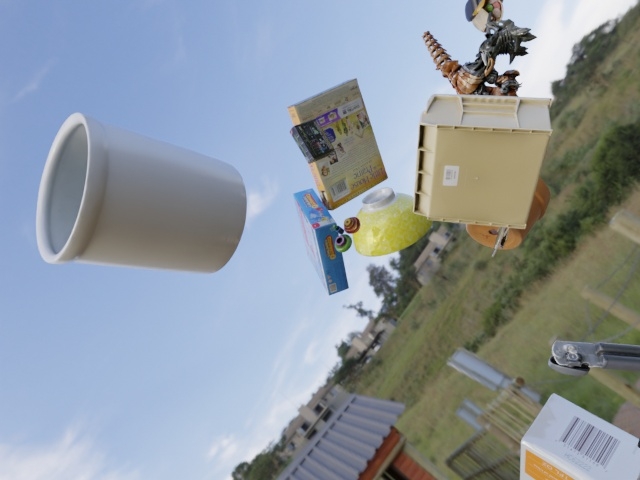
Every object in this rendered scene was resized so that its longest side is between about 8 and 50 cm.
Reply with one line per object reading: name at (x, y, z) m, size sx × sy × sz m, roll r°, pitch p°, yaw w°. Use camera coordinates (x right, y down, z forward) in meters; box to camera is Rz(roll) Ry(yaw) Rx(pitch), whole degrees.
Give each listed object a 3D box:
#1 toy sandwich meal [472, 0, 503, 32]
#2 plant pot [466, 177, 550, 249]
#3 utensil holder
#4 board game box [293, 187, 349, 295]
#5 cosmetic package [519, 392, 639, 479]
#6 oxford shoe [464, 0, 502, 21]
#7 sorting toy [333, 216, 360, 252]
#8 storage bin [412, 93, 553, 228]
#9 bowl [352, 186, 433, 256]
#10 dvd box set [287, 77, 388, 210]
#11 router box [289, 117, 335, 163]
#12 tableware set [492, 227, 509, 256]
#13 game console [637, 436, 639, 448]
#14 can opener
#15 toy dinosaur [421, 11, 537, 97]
toy sandwich meal at (0.419, -0.570, 1.274) m, size 0.029 × 0.085 × 0.086 m, roll -23°, pitch -35°, yaw -35°
plant pot at (0.657, -0.104, 1.832) m, size 0.291 × 0.290 × 0.204 m, roll 85°, pitch -150°, yaw -61°
utensil holder at (-0.419, -0.088, 1.208) m, size 0.385 × 0.327 × 0.328 m, roll 10°, pitch -64°, yaw -44°
board game box at (0.000, 0.000, 1.959) m, size 0.086 × 0.302 × 0.308 m, roll -18°, pitch -55°, yaw -8°
cosmetic package at (0.633, 0.608, 1.249) m, size 0.161 × 0.230 × 0.453 m, roll -41°, pitch -46°, yaw -25°
oxford shoe at (0.462, -0.652, 1.356) m, size 0.076 × 0.076 × 0.212 m, roll -12°, pitch 9°, yaw -4°
sorting toy at (0.061, -0.022, 1.329) m, size 0.042 × 0.061 × 0.102 m, roll 33°, pitch -94°, yaw -50°
storage bin at (0.345, -0.170, 1.111) m, size 0.262 × 0.260 × 0.123 m, roll 84°, pitch -162°, yaw -45°
bowl at (0.224, -0.089, 1.742) m, size 0.289 × 0.289 × 0.156 m, roll -41°, pitch -64°, yaw -32°
dvd box set at (0.078, -0.368, 1.943) m, size 0.307 × 0.062 × 0.421 m, roll -32°, pitch -67°, yaw -25°
router box at (-0.025, -0.306, 1.554) m, size 0.092 × 0.123 × 0.038 m, roll -28°, pitch -4°, yaw -33°
tableware set at (0.611, -0.042, 1.629) m, size 0.194 × 0.039 × 0.128 m, roll 96°, pitch -165°, yaw -51°
game console at (0.566, 0.333, 0.780) m, size 0.107 × 0.122 × 0.071 m, roll -17°, pitch -69°, yaw -60°
can opener at (0.781, 0.330, 1.393) m, size 0.095 × 0.283 × 0.076 m, roll 84°, pitch -167°, yaw -46°
toy dinosaur at (0.385, -0.397, 1.190) m, size 0.218 × 0.321 × 0.164 m, roll -54°, pitch 13°, yaw 14°
